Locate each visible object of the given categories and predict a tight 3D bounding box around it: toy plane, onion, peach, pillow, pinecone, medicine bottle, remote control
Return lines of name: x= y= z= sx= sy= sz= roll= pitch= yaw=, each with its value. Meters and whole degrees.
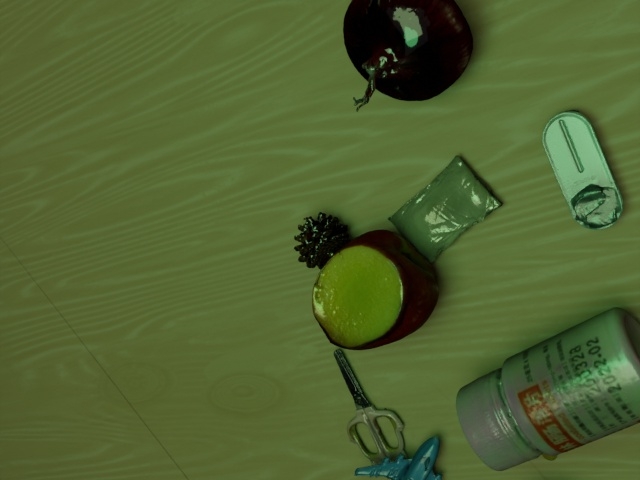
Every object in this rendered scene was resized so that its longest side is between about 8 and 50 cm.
toy plane: x=0.215 y=0.577 z=1.795 sx=0.254 sy=0.105 sz=0.271 roll=26 pitch=119 yaw=3
onion: x=0.156 y=-0.391 z=1.515 sx=0.273 sy=0.285 sz=0.273 roll=29 pitch=148 yaw=20
peach: x=0.122 y=0.127 z=1.665 sx=0.274 sy=0.245 sz=0.249 roll=-39 pitch=42 yaw=20
pillow: x=0.269 y=-0.062 z=1.657 sx=0.229 sy=0.050 sz=0.148 roll=-43 pitch=75 yaw=27
pinecone: x=0.001 y=-0.001 z=1.760 sx=0.140 sy=0.140 sz=0.121 roll=-46 pitch=54 yaw=27
medicine bottle: x=0.487 y=0.311 z=1.535 sx=0.388 sy=0.219 sz=0.219 roll=-32 pitch=86 yaw=28
remote control: x=0.526 y=-0.140 z=1.508 sx=0.104 sy=0.052 sz=0.247 roll=-21 pitch=92 yaw=30

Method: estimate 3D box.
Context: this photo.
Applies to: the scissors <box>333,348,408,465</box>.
scissors: x=0.109 y=0.411 z=1.855 sx=0.160 sy=0.024 sz=0.318 roll=-25 pitch=91 yaw=30

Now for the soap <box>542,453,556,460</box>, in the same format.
soap: x=0.511 y=0.447 z=1.671 sx=0.034 sy=0.012 sz=0.089 roll=8 pitch=105 yaw=24
